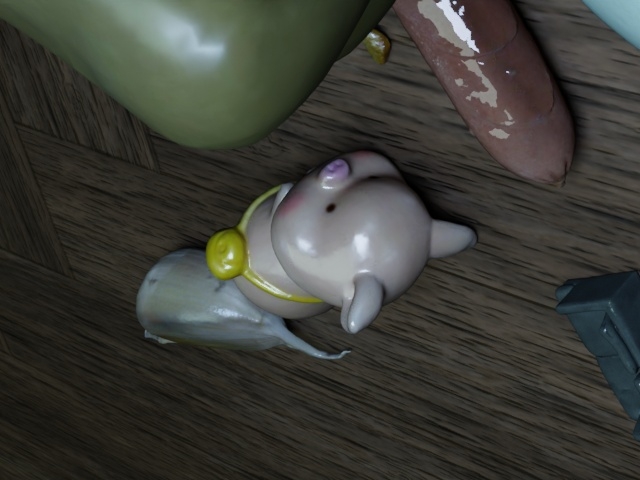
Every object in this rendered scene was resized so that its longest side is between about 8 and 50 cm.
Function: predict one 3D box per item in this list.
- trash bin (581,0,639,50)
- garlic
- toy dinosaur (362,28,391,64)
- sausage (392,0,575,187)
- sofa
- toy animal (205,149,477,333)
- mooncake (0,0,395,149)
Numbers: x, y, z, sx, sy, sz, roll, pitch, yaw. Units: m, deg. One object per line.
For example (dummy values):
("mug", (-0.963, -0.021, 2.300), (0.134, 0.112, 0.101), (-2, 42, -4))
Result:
("trash bin", (0.243, -0.234, 0.503), (0.280, 0.432, 0.280), (30, 144, 25))
("garlic", (-0.104, 0.079, 1.545), (0.266, 0.148, 0.128), (14, 99, 46))
("toy dinosaur", (0.019, -0.221, 1.137), (0.126, 0.039, 0.162), (31, 143, 4))
("sausage", (0.070, -0.212, 1.043), (0.433, 0.088, 0.088), (54, 147, -13))
("sofa", (0.255, 0.103, 1.190), (0.085, 0.060, 0.147), (-10, 118, 53))
("toy animal", (-0.001, 0.003, 1.287), (0.248, 0.165, 0.149), (0, 131, 56))
("mooncake", (-0.016, -0.287, 0.740), (0.262, 0.467, 0.467), (32, 145, 5))
